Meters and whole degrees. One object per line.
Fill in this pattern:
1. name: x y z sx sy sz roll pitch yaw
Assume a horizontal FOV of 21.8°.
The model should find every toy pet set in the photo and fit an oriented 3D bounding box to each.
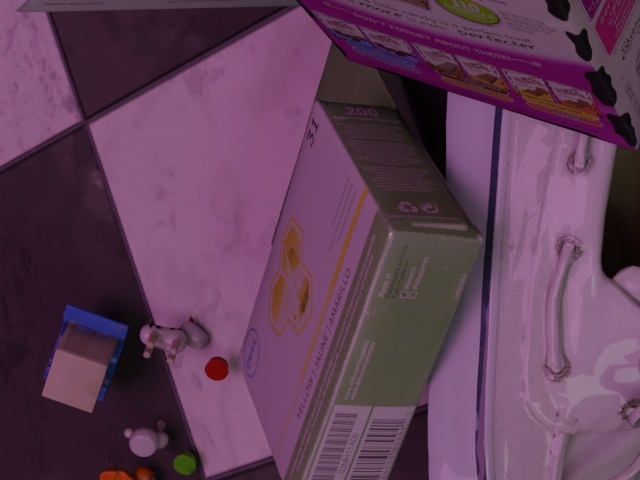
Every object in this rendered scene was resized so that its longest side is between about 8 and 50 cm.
1. toy pet set: -0.122 0.094 1.079 0.114 0.065 0.122 20 117 -3

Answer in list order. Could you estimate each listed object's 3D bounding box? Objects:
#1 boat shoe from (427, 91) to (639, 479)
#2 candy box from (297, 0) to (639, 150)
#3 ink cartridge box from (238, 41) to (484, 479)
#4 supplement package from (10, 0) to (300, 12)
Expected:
1. boat shoe: 0.152 0.043 0.810 0.156 0.136 0.367 2 89 35
2. candy box: 0.050 -0.128 0.679 0.159 0.233 0.071 20 82 26
3. ink cartridge box: 0.000 0.000 0.872 0.235 0.056 0.171 -117 37 -50
4. supplement package: -0.056 -0.239 0.829 0.145 0.262 0.204 -36 75 36
